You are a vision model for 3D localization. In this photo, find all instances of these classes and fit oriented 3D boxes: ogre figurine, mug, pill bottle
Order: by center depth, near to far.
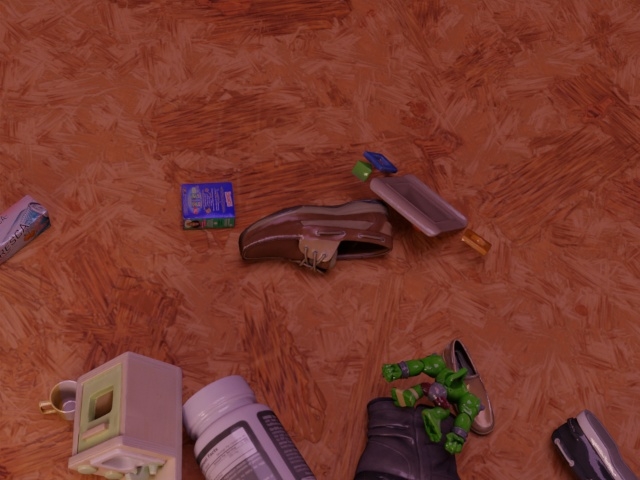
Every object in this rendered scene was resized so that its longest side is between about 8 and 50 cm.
[{"bbox_3d":[-0.119,0.386,1.709,0.161,0.161,0.283,-25,64,-22],"label":"pill bottle"},{"bbox_3d":[-0.459,0.290,1.780,0.078,0.064,0.062,18,57,4],"label":"mug"},{"bbox_3d":[0.213,0.281,1.783,0.118,0.097,0.197,-29,45,-28],"label":"ogre figurine"}]

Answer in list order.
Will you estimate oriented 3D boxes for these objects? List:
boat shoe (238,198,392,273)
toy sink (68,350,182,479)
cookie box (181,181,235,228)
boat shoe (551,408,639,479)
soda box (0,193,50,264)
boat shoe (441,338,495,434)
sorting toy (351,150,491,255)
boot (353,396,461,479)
[{"bbox_3d":[0.000,0.000,1.999,0.324,0.122,0.120,-11,65,-14],"label":"boat shoe"},{"bbox_3d":[-0.335,0.332,1.691,0.131,0.152,0.234,25,49,-40],"label":"toy sink"},{"bbox_3d":[-0.234,-0.072,2.057,0.107,0.040,0.092,-2,58,-9],"label":"cookie box"},{"bbox_3d":[0.534,0.458,1.800,0.114,0.091,0.302,17,39,-53],"label":"boat shoe"},{"bbox_3d":[-0.624,-0.007,1.952,0.063,0.058,0.183,37,61,16],"label":"soda box"},{"bbox_3d":[0.283,0.277,1.887,0.068,0.072,0.190,-15,61,-17],"label":"boat shoe"},{"bbox_3d":[0.204,-0.066,2.079,0.347,0.047,0.196,41,24,18],"label":"sorting toy"},{"bbox_3d":[0.229,0.410,1.778,0.338,0.118,0.223,23,47,-2],"label":"boot"}]
